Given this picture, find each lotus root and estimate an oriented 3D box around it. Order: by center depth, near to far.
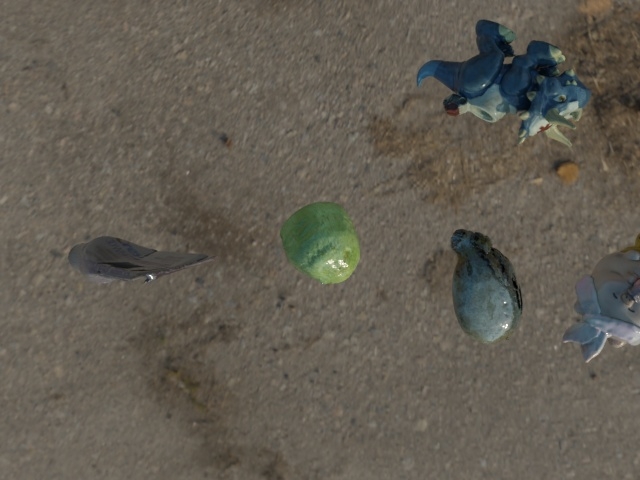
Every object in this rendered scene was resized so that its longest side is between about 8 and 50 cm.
[{"bbox_3d":[0.206,0.061,1.091,0.088,0.088,0.165,-11,114,14],"label":"lotus root"}]

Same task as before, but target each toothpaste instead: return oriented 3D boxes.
[{"bbox_3d":[-0.261,0.029,1.175,0.282,0.099,0.068,1,133,49],"label":"toothpaste"}]

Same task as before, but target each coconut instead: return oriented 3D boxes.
[{"bbox_3d":[0.000,0.000,0.943,0.087,0.096,0.088,-12,134,-12],"label":"coconut"}]

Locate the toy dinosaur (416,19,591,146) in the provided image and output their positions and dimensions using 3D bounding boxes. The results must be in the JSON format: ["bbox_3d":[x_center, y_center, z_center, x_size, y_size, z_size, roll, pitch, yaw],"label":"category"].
[{"bbox_3d":[0.089,-0.075,0.425,0.083,0.030,0.047,28,84,16],"label":"toy dinosaur"}]

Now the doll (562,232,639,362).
[{"bbox_3d":[0.260,0.048,0.739,0.073,0.084,0.127,43,73,2],"label":"doll"}]
